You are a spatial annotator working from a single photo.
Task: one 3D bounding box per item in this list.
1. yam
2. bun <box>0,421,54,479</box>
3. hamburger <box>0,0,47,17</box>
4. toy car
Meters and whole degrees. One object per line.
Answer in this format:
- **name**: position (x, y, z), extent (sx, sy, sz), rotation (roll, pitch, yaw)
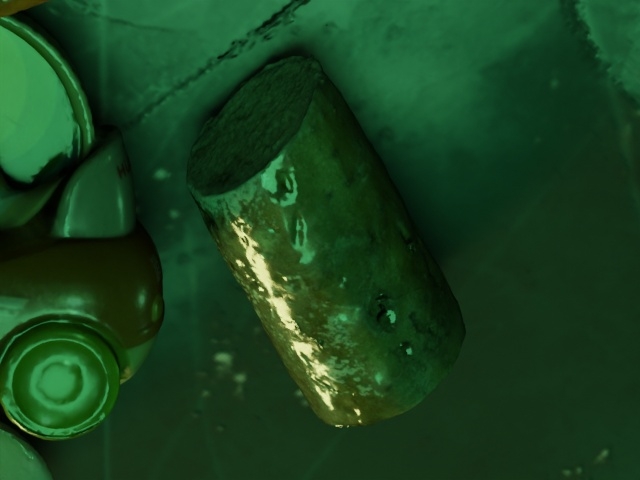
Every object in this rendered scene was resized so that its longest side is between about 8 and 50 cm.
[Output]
- **yam**: position (0.000, 0.000, 0.983), extent (0.107, 0.107, 0.194), rotation (-24, 120, 9)
- **bun**: position (-0.235, 0.166, 1.069), extent (0.138, 0.094, 0.138), rotation (-8, 103, -35)
- **hamburger**: position (-0.114, -0.193, 0.822), extent (0.282, 0.245, 0.155), rotation (-41, 122, -33)
- **toy car**: position (-0.189, -0.021, 0.945), extent (0.235, 0.145, 0.235), rotation (-3, 105, -9)
